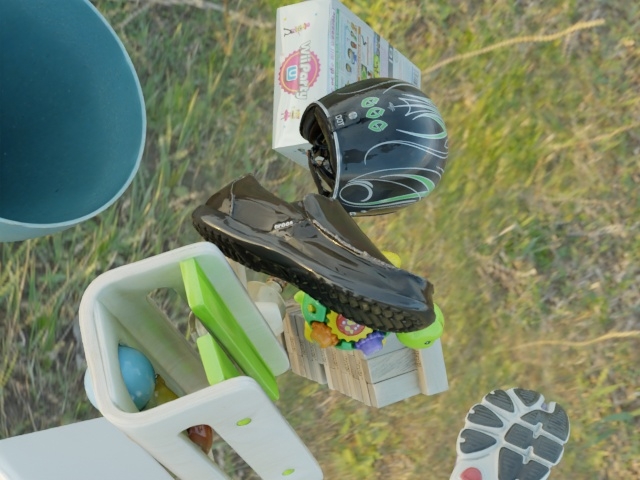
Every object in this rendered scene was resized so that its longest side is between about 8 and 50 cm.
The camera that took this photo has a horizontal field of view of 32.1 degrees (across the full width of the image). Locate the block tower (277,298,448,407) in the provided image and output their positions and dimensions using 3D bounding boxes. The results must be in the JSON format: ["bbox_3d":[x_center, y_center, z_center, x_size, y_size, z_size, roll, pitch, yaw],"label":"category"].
[{"bbox_3d":[0.032,0.130,1.402,0.097,0.335,0.091,-15,99,-24],"label":"block tower"}]

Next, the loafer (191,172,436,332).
[{"bbox_3d":[0.000,0.000,0.872,0.220,0.080,0.078,25,74,22],"label":"loafer"}]

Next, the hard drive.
[{"bbox_3d":[-0.225,0.355,1.340,0.353,0.233,0.047,39,110,25],"label":"hard drive"}]

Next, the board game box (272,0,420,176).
[{"bbox_3d":[0.048,-0.202,1.685,0.097,0.303,0.224,-7,72,28],"label":"board game box"}]

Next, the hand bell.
[{"bbox_3d":[-0.055,0.052,1.432,0.126,0.126,0.242,38,48,-2],"label":"hand bell"}]

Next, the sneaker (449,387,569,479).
[{"bbox_3d":[0.111,0.172,0.754,0.068,0.071,0.170,27,58,18],"label":"sneaker"}]

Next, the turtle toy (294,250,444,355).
[{"bbox_3d":[0.041,0.060,0.956,0.130,0.066,0.095,8,112,-1],"label":"turtle toy"}]

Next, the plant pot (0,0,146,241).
[{"bbox_3d":[-0.351,-0.117,1.119,0.290,0.195,0.290,21,57,-36],"label":"plant pot"}]

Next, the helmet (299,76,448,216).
[{"bbox_3d":[0.070,-0.110,1.298,0.161,0.169,0.169,-9,78,-19],"label":"helmet"}]

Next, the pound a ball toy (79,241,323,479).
[{"bbox_3d":[-0.105,0.105,0.946,0.135,0.319,0.208,-20,62,2],"label":"pound a ball toy"}]
